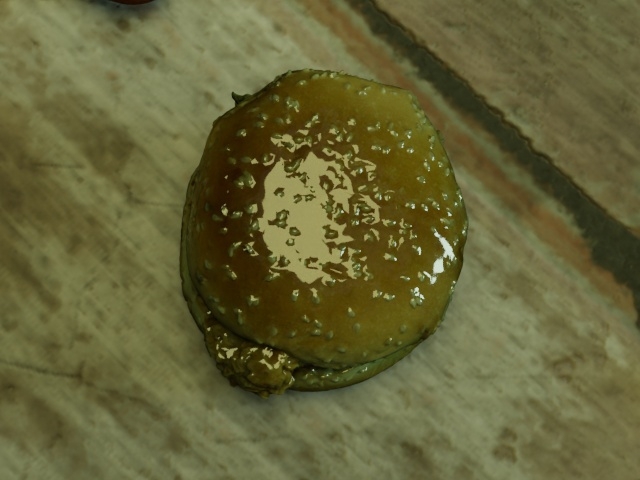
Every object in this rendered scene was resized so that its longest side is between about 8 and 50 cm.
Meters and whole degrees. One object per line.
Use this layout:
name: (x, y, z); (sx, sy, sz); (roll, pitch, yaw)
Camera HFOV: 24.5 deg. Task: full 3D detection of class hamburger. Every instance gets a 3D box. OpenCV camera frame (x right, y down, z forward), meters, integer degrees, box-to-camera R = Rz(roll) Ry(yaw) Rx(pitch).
hamburger: (0.000, 0.000, 0.967); (0.189, 0.122, 0.215); (8, 73, -1)

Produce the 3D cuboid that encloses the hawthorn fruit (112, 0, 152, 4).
hawthorn fruit: (-0.152, -0.213, 1.063); (0.093, 0.081, 0.081); (6, 70, 18)
